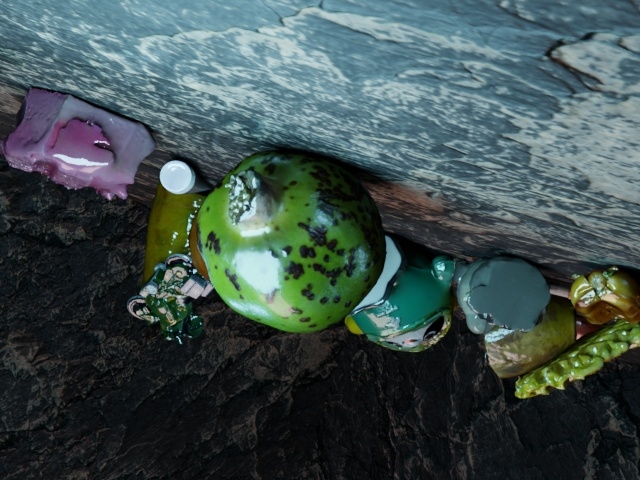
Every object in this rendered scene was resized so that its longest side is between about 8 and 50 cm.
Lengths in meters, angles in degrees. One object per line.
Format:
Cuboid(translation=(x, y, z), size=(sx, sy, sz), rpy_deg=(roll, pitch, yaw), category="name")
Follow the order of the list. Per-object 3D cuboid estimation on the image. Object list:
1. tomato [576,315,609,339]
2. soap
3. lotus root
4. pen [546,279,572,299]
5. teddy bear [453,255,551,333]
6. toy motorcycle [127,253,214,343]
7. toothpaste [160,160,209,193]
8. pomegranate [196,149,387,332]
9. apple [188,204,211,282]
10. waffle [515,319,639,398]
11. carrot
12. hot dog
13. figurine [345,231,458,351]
Cuboid(translation=(0.712, 0.257, 1.924), size=(0.225, 0.085, 0.225), rpy_deg=(20, 173, 3), category="tomato")
Cuboid(translation=(-0.419, -0.159, 1.216), size=(0.220, 0.127, 0.325), rpy_deg=(20, 174, -25), category="soap")
Cuboid(translation=(0.442, 0.185, 1.486), size=(0.180, 0.188, 0.199), rpy_deg=(-7, 141, 25), category="lotus root")
Cuboid(translation=(0.425, 0.085, 1.371), size=(0.239, 0.028, 0.028), rpy_deg=(15, 174, 42), category="pen")
Cuboid(translation=(0.329, 0.106, 1.307), size=(0.171, 0.144, 0.251), rpy_deg=(11, 177, 2), category="teddy bear")
Cuboid(translation=(-0.333, 0.139, 1.719), size=(0.187, 0.275, 0.124), rpy_deg=(34, -145, -17), category="toy motorcycle")
Cuboid(translation=(-0.288, -0.126, 1.510), size=(0.100, 0.066, 0.323), rpy_deg=(14, 180, -7), category="toothpaste")
Cuboid(translation=(-0.045, -0.008, 0.943), size=(0.254, 0.254, 0.270), rpy_deg=(15, 163, 34), category="pomegranate")
Cuboid(translation=(-0.186, -0.004, 1.585), size=(0.230, 0.229, 0.230), rpy_deg=(18, 175, 2), category="apple")
Cuboid(translation=(0.546, 0.245, 1.522), size=(0.060, 0.307, 0.312), rpy_deg=(62, -169, 10), category="waffle")
Cuboid(translation=(-0.332, 0.012, 1.861), size=(0.242, 0.340, 0.241), rpy_deg=(8, -175, -1), category="carrot")
Cuboid(translation=(0.433, 0.082, 1.083), size=(0.104, 0.076, 0.250), rpy_deg=(-7, 167, 28), category="hot dog")
Cuboid(translation=(0.164, 0.117, 1.591), size=(0.324, 0.231, 0.340), rpy_deg=(-22, 148, 21), category="figurine")
